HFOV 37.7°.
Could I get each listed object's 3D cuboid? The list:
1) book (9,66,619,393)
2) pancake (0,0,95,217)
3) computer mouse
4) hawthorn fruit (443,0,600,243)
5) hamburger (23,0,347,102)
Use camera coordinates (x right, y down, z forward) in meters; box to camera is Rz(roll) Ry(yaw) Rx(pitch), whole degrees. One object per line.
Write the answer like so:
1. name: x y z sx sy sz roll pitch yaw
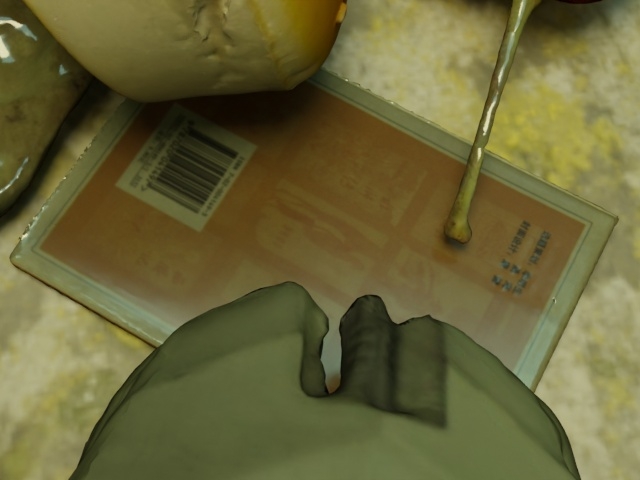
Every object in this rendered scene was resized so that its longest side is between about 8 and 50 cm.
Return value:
1. book: 0.000 0.000 0.450 0.241 0.018 0.170 29 69 8
2. pancake: -0.245 -0.112 0.461 0.294 0.049 0.295 3 67 -7
3. computer mouse: -0.013 0.219 0.296 0.228 0.145 0.429 14 57 -6
4. hawthorn fruit: 0.097 -0.144 0.441 0.165 0.165 0.286 20 71 4
5. hamburger: -0.060 -0.199 0.412 0.151 0.227 0.295 -22 58 9
